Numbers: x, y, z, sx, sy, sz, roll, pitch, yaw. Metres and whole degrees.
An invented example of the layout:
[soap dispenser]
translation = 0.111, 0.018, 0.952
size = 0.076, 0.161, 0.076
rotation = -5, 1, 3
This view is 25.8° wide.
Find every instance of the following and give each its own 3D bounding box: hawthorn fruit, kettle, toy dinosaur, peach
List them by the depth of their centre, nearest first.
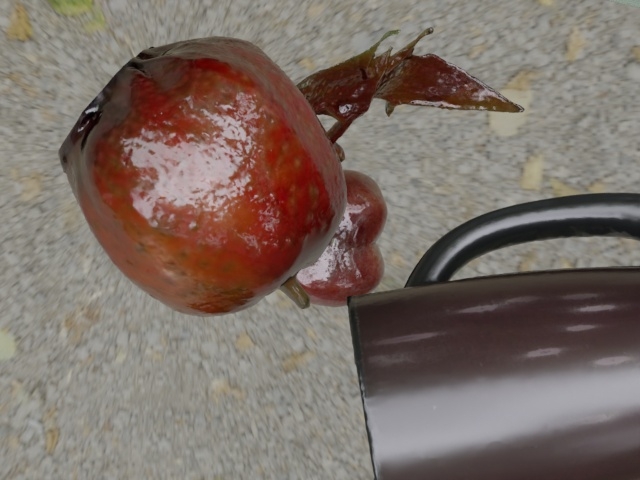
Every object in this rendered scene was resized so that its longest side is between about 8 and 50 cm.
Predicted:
[kettle]
translation = 0.137, 0.068, 0.826
size = 0.232, 0.144, 0.202
rotation = -9, 51, 1
[hawthorn fruit]
translation = -0.083, -0.037, 1.083
size = 0.215, 0.215, 0.249
rotation = -31, 111, -3
[toy dinosaur]
translation = 0.053, -0.122, 1.384
size = 0.206, 0.327, 0.113
rotation = -43, 73, 16
[peach]
translation = 0.000, 0.000, 1.534
size = 0.152, 0.152, 0.152
rotation = 0, 94, -6

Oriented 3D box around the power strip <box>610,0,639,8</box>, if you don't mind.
[power strip]
translation = 0.231, -0.156, 0.749
size = 0.385, 0.091, 0.062
rotation = 14, 71, 3
